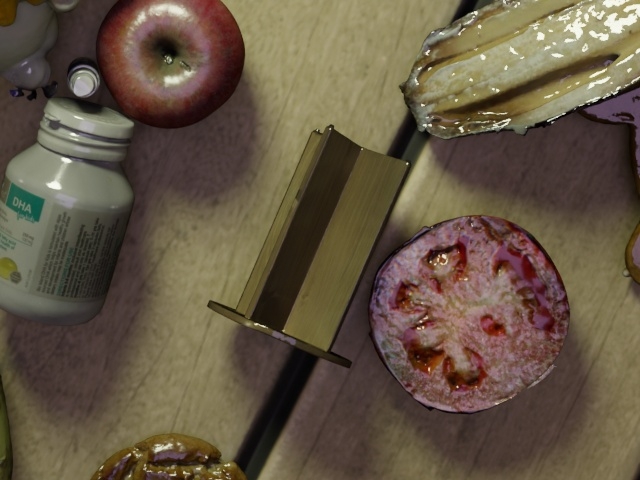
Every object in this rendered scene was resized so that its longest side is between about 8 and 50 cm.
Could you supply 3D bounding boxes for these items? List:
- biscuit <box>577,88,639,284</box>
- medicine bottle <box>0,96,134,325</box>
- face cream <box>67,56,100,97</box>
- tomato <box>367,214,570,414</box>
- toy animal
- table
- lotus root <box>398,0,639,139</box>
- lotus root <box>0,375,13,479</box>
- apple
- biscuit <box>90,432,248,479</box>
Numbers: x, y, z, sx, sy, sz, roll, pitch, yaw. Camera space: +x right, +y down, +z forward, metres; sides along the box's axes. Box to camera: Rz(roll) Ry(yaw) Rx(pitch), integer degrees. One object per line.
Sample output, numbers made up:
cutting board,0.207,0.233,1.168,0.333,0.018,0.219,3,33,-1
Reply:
biscuit,0.414,-0.176,1.487,0.283,0.064,0.432,-18,99,8
medicine bottle,-0.264,-0.033,1.400,0.135,0.135,0.215,16,104,-8
face cream,-0.243,-0.165,1.392,0.034,0.130,0.034,-2,104,-9
tomato,0.157,0.076,1.494,0.225,0.085,0.225,-1,102,-3
toy animal,-0.289,-0.301,1.324,0.183,0.247,0.310,22,112,-24
table,0.000,0.000,1.442,0.167,0.167,0.226,24,87,-9
lotus root,0.246,-0.193,1.438,0.329,0.078,0.167,-19,70,20
lotus root,-0.418,0.171,1.426,0.173,0.173,0.309,-9,92,-4
apple,-0.155,-0.194,1.404,0.153,0.120,0.153,0,96,0
biscuit,-0.171,0.328,1.525,0.226,0.042,0.226,-1,98,-5
